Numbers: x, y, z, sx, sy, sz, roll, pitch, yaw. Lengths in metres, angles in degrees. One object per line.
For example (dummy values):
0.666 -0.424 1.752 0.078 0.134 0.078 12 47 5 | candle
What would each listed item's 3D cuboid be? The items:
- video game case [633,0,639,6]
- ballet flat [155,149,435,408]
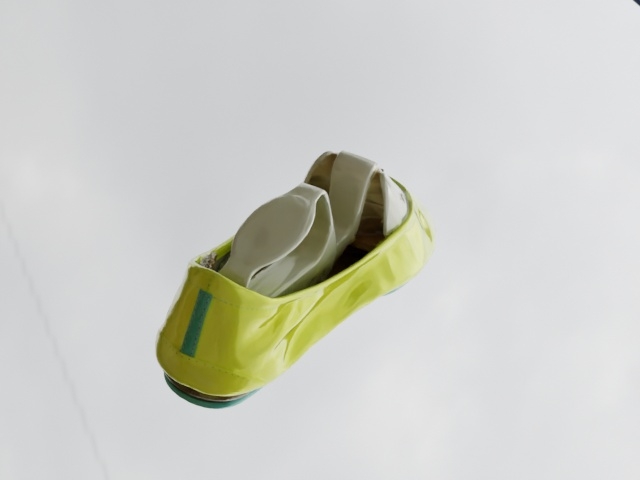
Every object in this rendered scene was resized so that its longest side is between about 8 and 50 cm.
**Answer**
0.231 -0.321 1.153 0.269 0.244 0.061 42 -39 1 | video game case
0.000 0.000 0.734 0.077 0.231 0.077 21 -58 21 | ballet flat
